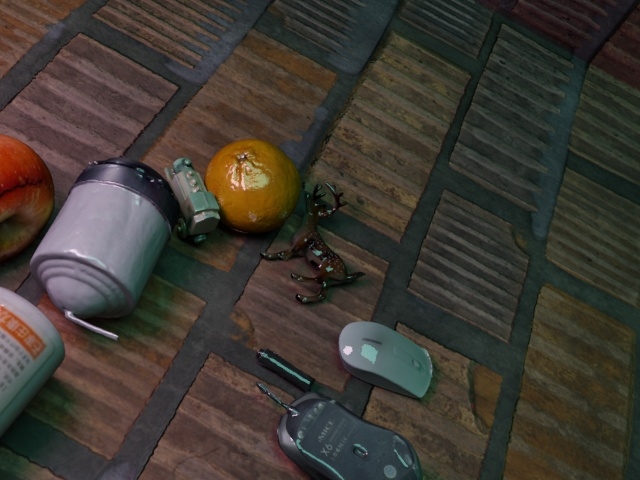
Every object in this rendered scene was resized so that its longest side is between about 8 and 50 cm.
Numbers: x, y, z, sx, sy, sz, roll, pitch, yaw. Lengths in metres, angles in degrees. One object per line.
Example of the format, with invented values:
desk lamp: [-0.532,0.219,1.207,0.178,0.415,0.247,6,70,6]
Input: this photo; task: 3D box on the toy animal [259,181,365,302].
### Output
toy animal: [-0.010,0.007,1.765,0.260,0.087,0.243,-29,85,-38]

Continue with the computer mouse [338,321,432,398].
computer mouse: [0.144,0.250,1.644,0.231,0.079,0.127,20,53,-14]

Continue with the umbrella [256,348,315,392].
umbrella: [-0.071,0.262,1.568,0.133,0.031,0.036,33,28,2]

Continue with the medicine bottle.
medicine bottle: [-0.599,0.260,1.219,0.211,0.211,0.371,32,49,1]

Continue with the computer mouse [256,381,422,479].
computer mouse: [0.024,0.393,1.480,0.379,0.090,0.167,35,49,11]

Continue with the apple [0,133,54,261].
apple: [-0.635,-0.080,1.429,0.206,0.251,0.272,44,63,12]

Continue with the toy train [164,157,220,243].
toy train: [-0.284,-0.092,1.673,0.081,0.125,0.194,-10,61,-33]

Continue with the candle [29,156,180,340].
candle: [-0.420,0.018,1.472,0.221,0.221,0.342,24,51,-6]

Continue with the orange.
orange: [-0.151,-0.124,1.719,0.220,0.193,0.219,4,70,-12]
